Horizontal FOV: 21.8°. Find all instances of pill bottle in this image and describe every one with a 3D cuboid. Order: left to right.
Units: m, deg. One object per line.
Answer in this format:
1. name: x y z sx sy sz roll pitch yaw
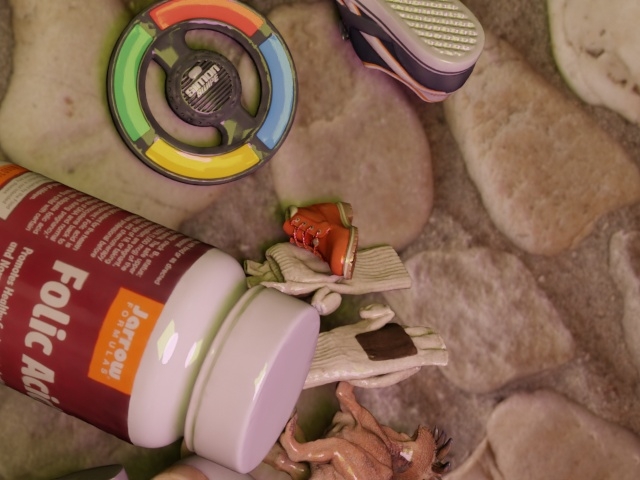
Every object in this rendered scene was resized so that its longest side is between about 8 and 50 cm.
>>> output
1. pill bottle: -0.215 0.083 1.740 0.392 0.224 0.224 22 81 14

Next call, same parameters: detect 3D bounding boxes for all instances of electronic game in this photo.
1. electronic game: -0.137 -0.178 1.942 0.229 0.048 0.229 1 88 -16

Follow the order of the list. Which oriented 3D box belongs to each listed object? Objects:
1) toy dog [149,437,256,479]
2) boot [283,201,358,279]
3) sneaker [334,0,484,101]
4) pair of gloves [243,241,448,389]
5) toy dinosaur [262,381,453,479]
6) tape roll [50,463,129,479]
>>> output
1. toy dog: -0.086 0.364 1.870 0.220 0.161 0.334 -6 54 -53
2. boot: 0.000 0.000 1.927 0.084 0.158 0.059 5 112 -11
3. sneaker: 0.064 -0.297 1.977 0.126 0.127 0.321 -27 71 -22
4. pair of gloves: 0.025 0.077 1.903 0.204 0.240 0.042 -1 128 -16
5. toy dinosaur: 0.046 0.256 1.866 0.200 0.127 0.296 43 37 1
6. tape roll: -0.302 0.312 1.781 0.219 0.219 0.072 -20 94 -16
